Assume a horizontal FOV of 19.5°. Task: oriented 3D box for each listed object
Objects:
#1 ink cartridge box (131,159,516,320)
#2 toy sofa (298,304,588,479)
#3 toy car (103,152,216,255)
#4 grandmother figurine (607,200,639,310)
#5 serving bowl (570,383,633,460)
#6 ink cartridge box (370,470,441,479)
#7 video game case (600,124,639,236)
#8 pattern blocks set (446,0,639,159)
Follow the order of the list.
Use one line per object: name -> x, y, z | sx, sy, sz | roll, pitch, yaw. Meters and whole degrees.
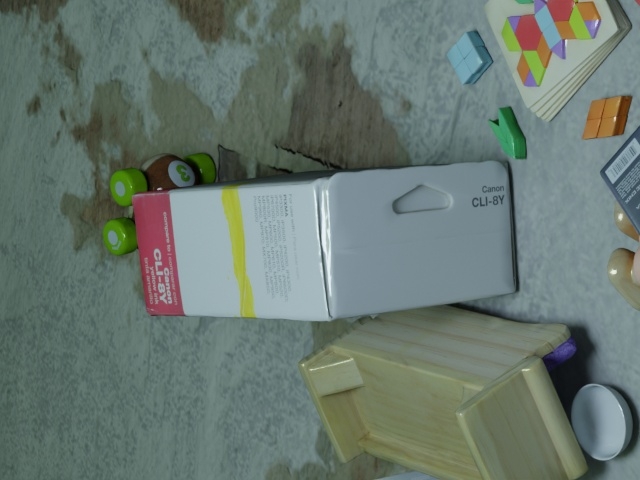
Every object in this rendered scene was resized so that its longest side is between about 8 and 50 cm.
ink cartridge box -> 0.000, 0.000, 2.179 | 0.385, 0.279, 0.160 | -2, 94, 54
toy sofa -> 0.151, 0.183, 2.125 | 0.362, 0.177, 0.150 | 10, 128, 58
toy car -> -0.175, -0.021, 2.538 | 0.188, 0.155, 0.149 | 31, 122, 36
grandmother figurine -> 0.425, -0.025, 1.752 | 0.342, 0.104, 0.208 | -11, 73, 52
serving bowl -> 0.308, 0.194, 2.009 | 0.083, 0.027, 0.083 | 13, 106, 53
ink cartridge box -> 0.112, 0.393, 2.182 | 0.066, 0.189, 0.232 | -42, 63, 44
video game case -> 0.374, -0.059, 1.736 | 0.196, 0.026, 0.274 | -51, 32, 20
pattern blocks set -> 0.253, -0.234, 2.005 | 0.285, 0.026, 0.325 | 58, 138, 30
